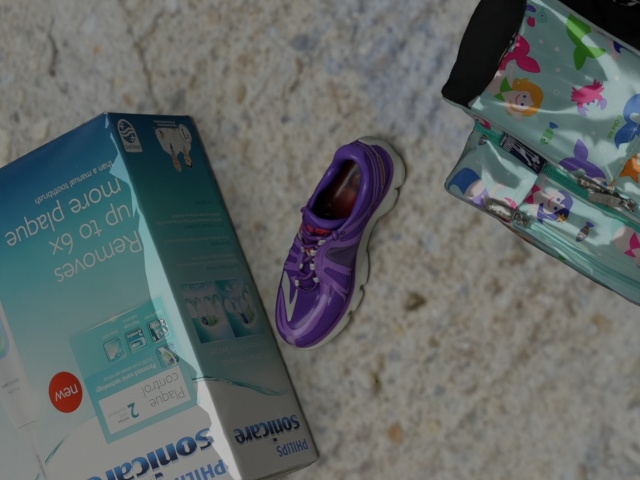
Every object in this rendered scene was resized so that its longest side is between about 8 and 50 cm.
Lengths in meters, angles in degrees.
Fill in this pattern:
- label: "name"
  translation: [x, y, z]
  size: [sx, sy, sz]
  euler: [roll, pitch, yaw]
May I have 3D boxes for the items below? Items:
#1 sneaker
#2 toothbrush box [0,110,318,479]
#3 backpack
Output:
- label: "sneaker"
  translation: [0.000, 0.000, 1.406]
  size: [0.068, 0.071, 0.170]
  euler: [25, 104, 25]
- label: "toothbrush box"
  translation: [-0.163, 0.077, 1.465]
  size: [0.216, 0.126, 0.295]
  euler: [-24, 82, 26]
- label: "backpack"
  translation: [0.214, -0.066, 1.207]
  size: [0.253, 0.225, 0.191]
  euler: [24, 106, 15]
